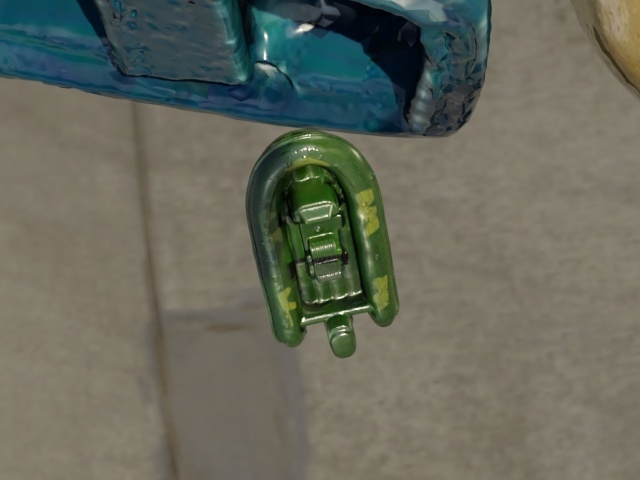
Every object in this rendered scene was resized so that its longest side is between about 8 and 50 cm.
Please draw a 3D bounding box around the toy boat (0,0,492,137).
[{"bbox_3d":[-0.106,-0.088,0.400,0.096,0.299,0.062,87,-163,-74],"label":"toy boat"}]

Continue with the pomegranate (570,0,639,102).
[{"bbox_3d":[0.255,-0.151,0.910,0.319,0.319,0.319,9,102,47],"label":"pomegranate"}]

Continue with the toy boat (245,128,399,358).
[{"bbox_3d":[0.000,0.000,1.428,0.052,0.104,0.210,-100,0,-52],"label":"toy boat"}]
